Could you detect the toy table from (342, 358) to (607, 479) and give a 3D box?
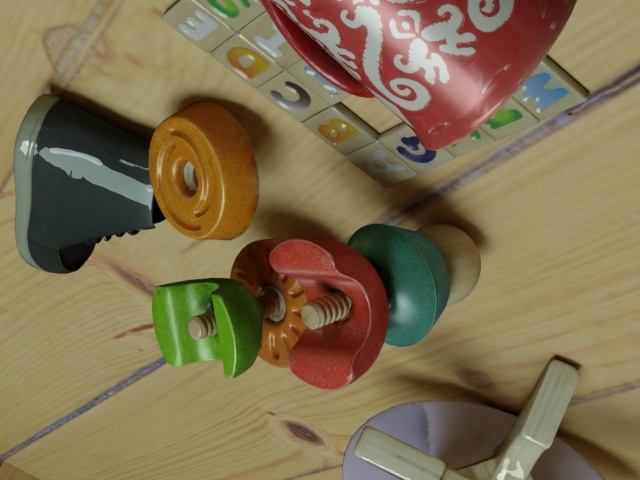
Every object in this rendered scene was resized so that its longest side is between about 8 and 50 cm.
[{"bbox_3d":[0.151,0.228,1.000,0.274,0.252,0.161,13,169,3],"label":"toy table"}]

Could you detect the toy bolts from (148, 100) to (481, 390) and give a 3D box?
[{"bbox_3d":[0.000,0.000,0.855,0.228,0.158,0.218,9,110,47],"label":"toy bolts"}]

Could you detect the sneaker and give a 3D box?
[{"bbox_3d":[-0.180,-0.019,0.963,0.118,0.083,0.222,22,152,4],"label":"sneaker"}]

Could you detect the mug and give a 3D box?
[{"bbox_3d":[0.013,-0.128,0.574,0.169,0.113,0.150,37,127,-16],"label":"mug"}]

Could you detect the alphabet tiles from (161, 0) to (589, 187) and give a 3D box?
[{"bbox_3d":[0.010,-0.124,0.706,0.237,0.009,0.198,35,151,-21],"label":"alphabet tiles"}]
